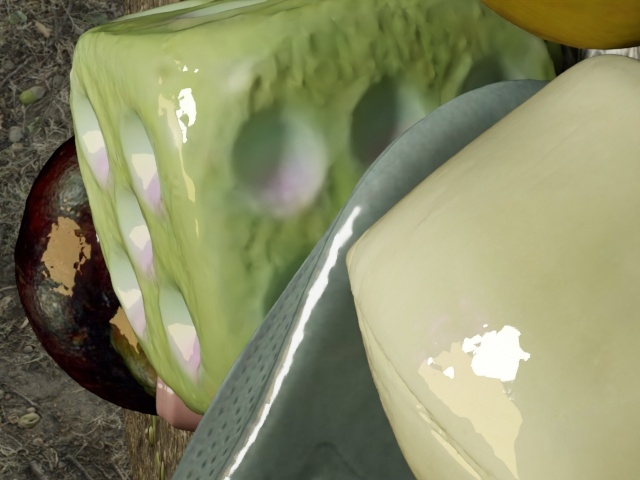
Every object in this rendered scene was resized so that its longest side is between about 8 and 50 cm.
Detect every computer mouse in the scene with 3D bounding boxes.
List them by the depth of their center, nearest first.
[{"bbox_3d":[0.045,0.086,0.867,0.371,0.188,0.122,-59,14,-3],"label":"computer mouse"}]

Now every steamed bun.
[{"bbox_3d":[0.114,0.033,0.688,0.155,0.200,0.250,54,179,-34],"label":"steamed bun"}]

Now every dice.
[{"bbox_3d":[-0.002,-0.039,1.030,0.250,0.252,0.254,23,128,65],"label":"dice"}]

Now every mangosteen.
[{"bbox_3d":[-0.114,0.010,1.483,0.330,0.330,0.330,178,90,-77],"label":"mangosteen"}]

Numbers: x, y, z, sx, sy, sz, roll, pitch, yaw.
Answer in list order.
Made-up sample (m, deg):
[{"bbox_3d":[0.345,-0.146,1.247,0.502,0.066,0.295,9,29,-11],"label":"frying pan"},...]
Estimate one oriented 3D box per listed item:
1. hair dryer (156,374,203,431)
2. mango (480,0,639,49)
[{"bbox_3d":[0.000,0.000,1.283,0.125,0.210,0.352,97,180,-55],"label":"hair dryer"},{"bbox_3d":[0.123,-0.252,0.638,0.445,0.220,0.301,104,156,-57],"label":"mango"}]
